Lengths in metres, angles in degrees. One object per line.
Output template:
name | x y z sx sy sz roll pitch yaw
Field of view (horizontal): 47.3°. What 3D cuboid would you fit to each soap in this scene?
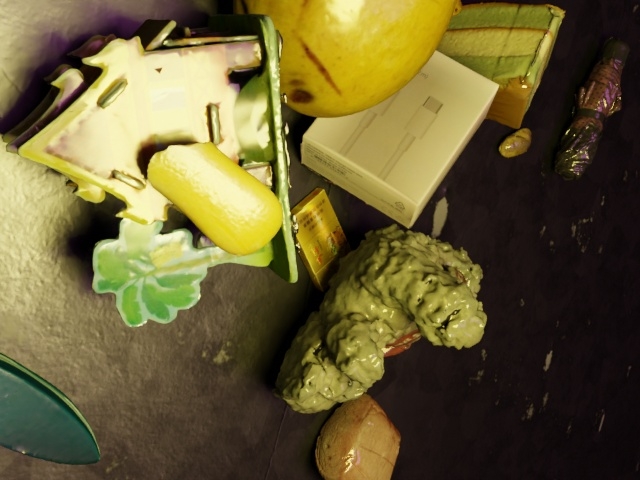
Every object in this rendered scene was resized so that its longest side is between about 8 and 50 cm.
soap | -0.113 -0.052 0.812 0.089 0.033 0.168 -46 117 -5

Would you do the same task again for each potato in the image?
potato | 0.397 -0.195 1.481 0.092 0.045 0.046 -32 85 -33

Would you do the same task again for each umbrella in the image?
umbrella | 0.589 -0.287 1.590 0.090 0.094 0.326 27 83 -42

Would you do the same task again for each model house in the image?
model house | -0.214 -0.087 0.907 0.313 0.242 0.358 -13 112 -21

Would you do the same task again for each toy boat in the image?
toy boat | -0.378 0.212 0.909 0.096 0.062 0.299 -56 130 -15

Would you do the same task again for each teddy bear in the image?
teddy bear | 0.079 0.147 1.161 0.367 0.224 0.357 -52 178 13

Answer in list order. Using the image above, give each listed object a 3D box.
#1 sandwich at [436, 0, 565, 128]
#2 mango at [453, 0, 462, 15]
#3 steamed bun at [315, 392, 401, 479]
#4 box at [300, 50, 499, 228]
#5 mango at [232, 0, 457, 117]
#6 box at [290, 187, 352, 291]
sandwich | 0.337 -0.299 1.276 0.198 0.227 0.155 26 85 -42
mango | 0.163 -0.388 1.194 0.098 0.075 0.190 50 47 9
steamed bun | 0.062 0.372 1.313 0.145 0.106 0.175 50 55 -32
box | 0.121 -0.177 1.132 0.252 0.203 0.106 -54 168 -18
mango | 0.067 -0.373 0.960 0.301 0.220 0.445 28 110 -27
box | 0.000 0.000 1.204 0.089 0.022 0.156 -40 125 -25
